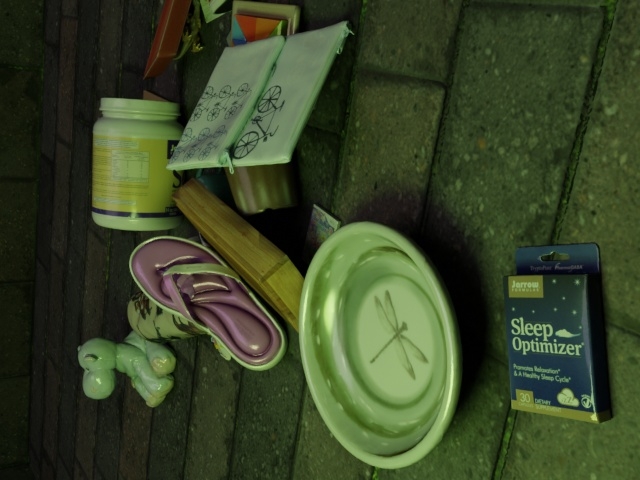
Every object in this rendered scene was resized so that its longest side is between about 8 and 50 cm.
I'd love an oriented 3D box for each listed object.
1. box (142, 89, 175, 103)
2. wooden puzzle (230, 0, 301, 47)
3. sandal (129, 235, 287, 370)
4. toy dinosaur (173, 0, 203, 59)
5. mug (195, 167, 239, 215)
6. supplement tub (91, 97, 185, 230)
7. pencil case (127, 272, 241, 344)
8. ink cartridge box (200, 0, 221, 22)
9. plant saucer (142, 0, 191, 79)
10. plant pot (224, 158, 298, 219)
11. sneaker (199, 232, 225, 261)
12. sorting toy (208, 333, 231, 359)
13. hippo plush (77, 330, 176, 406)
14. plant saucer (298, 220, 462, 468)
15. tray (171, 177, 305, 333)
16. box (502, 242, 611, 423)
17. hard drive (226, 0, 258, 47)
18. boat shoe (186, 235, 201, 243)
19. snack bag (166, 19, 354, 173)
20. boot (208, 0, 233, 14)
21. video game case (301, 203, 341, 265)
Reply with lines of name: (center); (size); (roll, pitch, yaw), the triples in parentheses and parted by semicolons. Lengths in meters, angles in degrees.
box: (-0.479, -0.341, 2.030); (0.201, 0.021, 0.164); (33, 118, 50)
wooden puzzle: (-0.133, -0.393, 1.487); (0.239, 0.044, 0.220); (24, 114, 44)
sandal: (-0.242, 0.116, 1.507); (0.416, 0.102, 0.169); (33, 80, 12)
toy dinosaur: (-0.336, -0.523, 1.798); (0.211, 0.064, 0.112); (-59, 26, 32)
mug: (-0.265, -0.103, 1.673); (0.157, 0.097, 0.129); (51, 131, 40)
supplement tub: (-0.481, -0.204, 1.852); (0.241, 0.241, 0.331); (17, 106, 53)
pencil case: (-0.354, 0.158, 1.765); (0.410, 0.160, 0.183); (-22, 59, 53)
ink cartridge box: (-0.247, -0.665, 1.673); (0.189, 0.066, 0.232); (1, 114, 55)
plant saucer: (-0.377, -0.546, 1.764); (0.258, 0.048, 0.259); (-2, 72, 68)
plant pot: (-0.122, -0.135, 1.426); (0.167, 0.167, 0.165); (-16, 86, 54)
sneaker: (-0.281, 0.014, 1.747); (0.058, 0.052, 0.135); (-45, 54, 55)
sorting toy: (-0.244, 0.257, 1.727); (0.083, 0.045, 0.075); (20, 128, 53)
hippo plush: (-0.565, 0.349, 2.008); (0.234, 0.237, 0.294); (5, 97, 55)
plant saucer: (0.109, 0.166, 1.157); (0.400, 0.101, 0.400); (3, 94, 55)
tray: (-0.153, 0.029, 1.442); (0.411, 0.076, 0.203); (36, 165, 48)
box: (0.309, 0.119, 0.928); (0.136, 0.037, 0.225); (-6, 86, 55)
hard drive: (-0.167, -0.471, 1.576); (0.135, 0.022, 0.094); (-47, 55, 45)
boat shoe: (-0.343, 0.040, 1.815); (0.184, 0.066, 0.063); (-38, 72, 57)
snack bag: (-0.124, -0.270, 1.326); (0.343, 0.037, 0.323); (4, 63, 43)
boot: (-0.198, -0.620, 1.519); (0.244, 0.088, 0.176); (-9, 101, 55)
video game case: (0.000, 0.000, 1.379); (0.087, 0.011, 0.122); (39, 123, 47)
